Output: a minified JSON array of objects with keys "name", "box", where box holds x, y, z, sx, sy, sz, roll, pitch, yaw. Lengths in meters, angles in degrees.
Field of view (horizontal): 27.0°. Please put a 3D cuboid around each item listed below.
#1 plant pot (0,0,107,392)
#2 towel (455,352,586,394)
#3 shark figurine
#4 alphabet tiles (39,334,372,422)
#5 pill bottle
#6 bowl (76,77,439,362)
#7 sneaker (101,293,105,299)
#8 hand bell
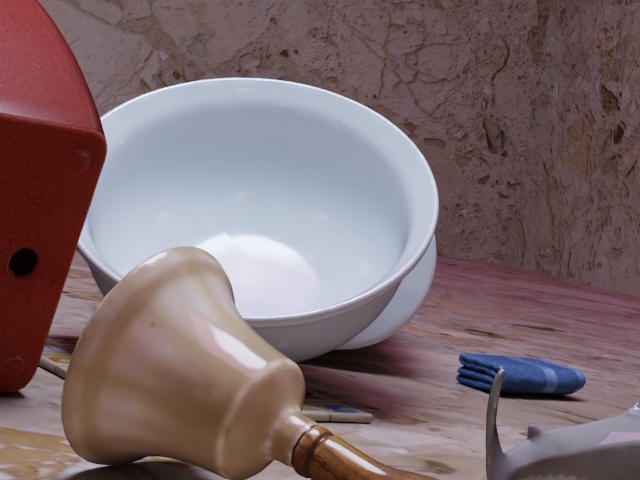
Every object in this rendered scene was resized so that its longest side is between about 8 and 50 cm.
[{"name":"plant pot","box":[-0.288,-0.038,0.842,0.267,0.267,0.236,8,19,-43]},{"name":"towel","box":[0.188,0.128,1.251,0.119,0.029,0.067,8,3,-38]},{"name":"shark figurine","box":[0.186,0.113,0.788,0.278,0.116,0.166,11,1,-23]},{"name":"alphabet tiles","box":[-0.109,0.100,0.994,0.198,0.009,0.237,7,5,-37]},{"name":"pill bottle","box":[0.000,0.000,1.361,0.204,0.204,0.361,10,3,-7]},{"name":"bowl","box":[-0.059,0.005,1.072,0.298,0.134,0.298,4,41,-3]},{"name":"sneaker","box":[-0.169,0.042,1.270,0.092,0.087,0.229,3,-5,10]},{"name":"hand bell","box":[0.005,0.105,0.644,0.242,0.126,0.126,25,10,29]}]
